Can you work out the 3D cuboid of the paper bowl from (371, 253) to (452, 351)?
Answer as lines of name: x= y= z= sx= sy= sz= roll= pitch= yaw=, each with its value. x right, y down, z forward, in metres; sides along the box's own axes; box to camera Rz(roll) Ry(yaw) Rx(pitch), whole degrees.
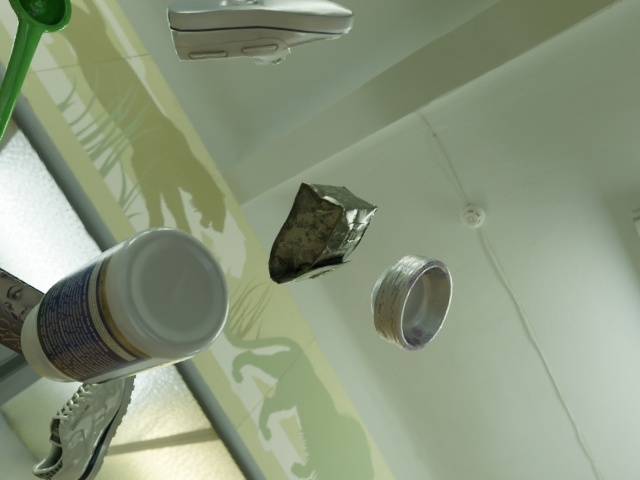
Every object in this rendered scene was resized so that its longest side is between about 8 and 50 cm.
paper bowl: x=0.265 y=0.180 z=1.485 sx=0.148 sy=0.284 sz=0.284 roll=16 pitch=-56 yaw=43

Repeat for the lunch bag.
lunch bag: x=0.000 y=0.000 z=1.348 sx=0.169 sy=0.235 sz=0.287 roll=35 pitch=-71 yaw=23

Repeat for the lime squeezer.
lime squeezer: x=-0.291 y=-0.235 z=0.470 sx=0.110 sy=0.059 sz=0.310 roll=-24 pitch=-119 yaw=4

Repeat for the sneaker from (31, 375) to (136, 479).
sneaker: x=-0.392 y=0.289 z=0.825 sx=0.095 sy=0.235 sz=0.090 roll=28 pitch=-17 yaw=-37

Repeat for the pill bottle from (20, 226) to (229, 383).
pill bottle: x=-0.252 y=0.094 z=0.607 sx=0.264 sy=0.153 sz=0.153 roll=-23 pitch=-78 yaw=34

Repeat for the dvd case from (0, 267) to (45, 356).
dvd case: x=-0.678 y=0.179 z=1.113 sx=0.221 sy=0.018 sz=0.164 roll=36 pitch=-78 yaw=-14

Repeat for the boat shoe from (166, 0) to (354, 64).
boat shoe: x=-0.082 y=-0.296 z=0.700 sx=0.258 sy=0.095 sz=0.084 roll=1 pitch=-48 yaw=-1
